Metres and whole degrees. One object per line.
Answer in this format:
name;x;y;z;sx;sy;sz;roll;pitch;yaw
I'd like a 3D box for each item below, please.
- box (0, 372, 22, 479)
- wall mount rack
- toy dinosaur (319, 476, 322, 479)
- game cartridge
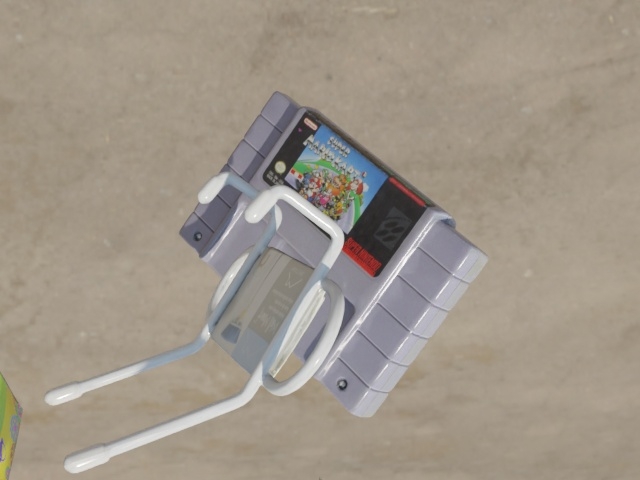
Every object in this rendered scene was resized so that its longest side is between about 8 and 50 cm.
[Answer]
box;-0.522;0.187;1.125;0.279;0.177;0.290;-5;137;4
wall mount rack;-0.120;0.083;0.977;0.130;0.304;0.350;34;175;-20
toy dinosaur;-0.025;0.324;1.107;0.092;0.053;0.183;27;135;-24
game cartridge;0.000;0.000;1.158;0.068;0.355;0.230;16;111;-51
